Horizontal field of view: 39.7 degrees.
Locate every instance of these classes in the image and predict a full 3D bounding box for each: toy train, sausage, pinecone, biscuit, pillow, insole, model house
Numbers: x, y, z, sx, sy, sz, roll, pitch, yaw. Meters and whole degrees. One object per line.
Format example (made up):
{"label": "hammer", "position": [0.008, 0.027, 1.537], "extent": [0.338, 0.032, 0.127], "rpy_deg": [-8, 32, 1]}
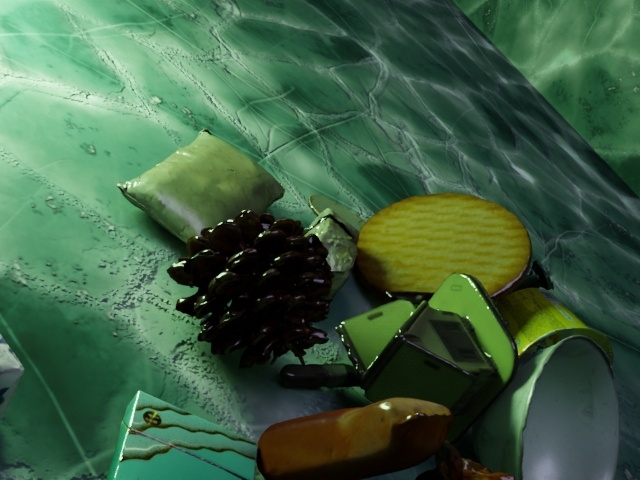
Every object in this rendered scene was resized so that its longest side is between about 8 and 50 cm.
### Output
{"label": "toy train", "position": [0.366, 0.082, 1.677], "extent": [0.159, 0.101, 0.248], "rpy_deg": [59, -3, 37]}
{"label": "sausage", "position": [0.031, 0.230, 0.993], "extent": [0.089, 0.300, 0.083], "rpy_deg": [19, 63, -31]}
{"label": "pinecone", "position": [-0.080, 0.071, 1.174], "extent": [0.221, 0.221, 0.221], "rpy_deg": [27, 30, -17]}
{"label": "biscuit", "position": [0.214, 0.019, 1.574], "extent": [0.318, 0.040, 0.318], "rpy_deg": [-4, 40, 4]}
{"label": "pillow", "position": [-0.180, -0.082, 1.427], "extent": [0.185, 0.075, 0.302], "rpy_deg": [38, 31, 2]}
{"label": "insole", "position": [0.118, 0.021, 1.672], "extent": [0.348, 0.009, 0.119], "rpy_deg": [39, 28, 4]}
{"label": "model house", "position": [0.097, 0.159, 1.247], "extent": [0.279, 0.218, 0.205], "rpy_deg": [9, 38, -34]}

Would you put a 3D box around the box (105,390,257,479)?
{"label": "box", "position": [-0.153, 0.280, 0.955], "extent": [0.162, 0.041, 0.229], "rpy_deg": [29, 30, -16]}

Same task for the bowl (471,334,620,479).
{"label": "bowl", "position": [0.316, 0.289, 1.319], "extent": [0.146, 0.313, 0.313], "rpy_deg": [2, 1, 43]}

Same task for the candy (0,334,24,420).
{"label": "candy", "position": [-0.378, 0.111, 0.905], "extent": [0.160, 0.092, 0.073], "rpy_deg": [47, 31, 20]}

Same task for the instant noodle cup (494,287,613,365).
{"label": "instant noodle cup", "position": [0.378, 0.184, 1.540], "extent": [0.205, 0.205, 0.153], "rpy_deg": [19, 26, -30]}

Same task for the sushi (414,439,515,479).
{"label": "sushi", "position": [0.189, 0.354, 0.991], "extent": [0.196, 0.182, 0.343], "rpy_deg": [26, -15, 46]}

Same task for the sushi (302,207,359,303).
{"label": "sushi", "position": [0.018, 0.008, 1.474], "extent": [0.134, 0.109, 0.273], "rpy_deg": [41, 29, 8]}
